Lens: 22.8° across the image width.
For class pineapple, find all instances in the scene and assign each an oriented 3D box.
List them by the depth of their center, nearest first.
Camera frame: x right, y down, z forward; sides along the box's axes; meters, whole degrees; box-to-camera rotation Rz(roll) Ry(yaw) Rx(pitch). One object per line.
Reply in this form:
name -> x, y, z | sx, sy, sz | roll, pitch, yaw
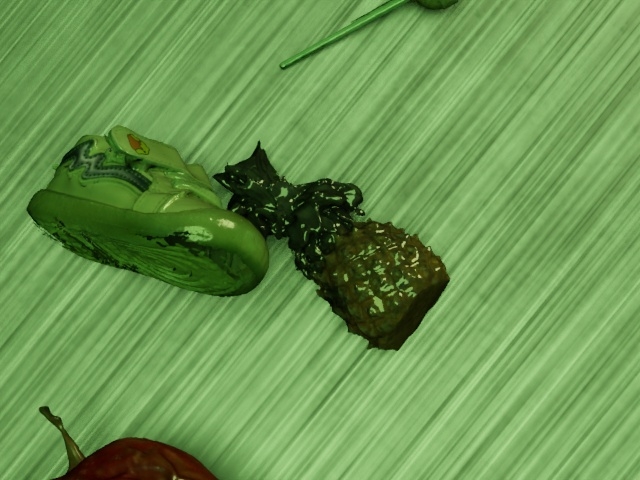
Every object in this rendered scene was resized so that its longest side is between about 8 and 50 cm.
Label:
pineapple -> 0.000, 0.000, 1.477 | 0.237, 0.111, 0.119 | 38, 59, 13

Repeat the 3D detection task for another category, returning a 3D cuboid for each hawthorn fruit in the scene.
hawthorn fruit -> -0.185, 0.265, 1.411 | 0.242, 0.242, 0.271 | -33, 70, 1

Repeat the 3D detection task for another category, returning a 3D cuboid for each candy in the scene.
candy -> 0.049, -0.216, 1.518 | 0.202, 0.061, 0.061 | -28, 85, 10

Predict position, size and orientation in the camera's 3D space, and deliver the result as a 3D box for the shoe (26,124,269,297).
shoe -> -0.162, -0.030, 1.437 | 0.262, 0.140, 0.128 | 7, 81, 39
